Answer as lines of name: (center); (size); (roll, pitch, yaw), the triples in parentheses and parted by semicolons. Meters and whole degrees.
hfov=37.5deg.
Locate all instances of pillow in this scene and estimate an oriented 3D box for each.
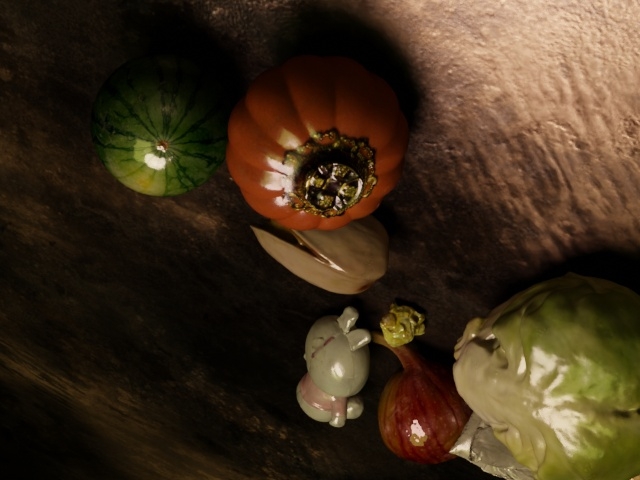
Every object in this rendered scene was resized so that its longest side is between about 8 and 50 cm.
pillow: (0.297, 0.271, 1.421); (0.134, 0.181, 0.078); (29, 171, -4)

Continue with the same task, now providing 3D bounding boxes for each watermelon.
watermelon: (-0.209, -0.155, 1.247); (0.188, 0.214, 0.188); (-4, 113, -10)

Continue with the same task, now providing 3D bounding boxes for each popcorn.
popcorn: (0.126, 0.132, 1.459); (0.059, 0.068, 0.083); (30, -169, 40)

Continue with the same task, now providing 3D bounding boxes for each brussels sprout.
brussels sprout: (0.328, 0.188, 1.226); (0.274, 0.242, 0.316); (45, 141, -8)

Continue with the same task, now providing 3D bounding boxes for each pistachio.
pistachio: (0.000, 0.000, 1.326); (0.206, 0.131, 0.129); (25, 103, 6)

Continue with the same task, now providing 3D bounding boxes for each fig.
fig: (0.163, 0.248, 1.505); (0.175, 0.175, 0.207); (-3, 105, 37)

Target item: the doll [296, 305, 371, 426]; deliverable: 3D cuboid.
doll: (0.020, 0.218, 1.567); (0.275, 0.113, 0.155); (97, 154, -53)

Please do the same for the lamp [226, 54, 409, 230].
lamp: (-0.003, -0.114, 1.130); (0.223, 0.196, 0.223); (-7, 126, -10)

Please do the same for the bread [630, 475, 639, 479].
bread: (0.506, 0.296, 1.339); (0.236, 0.120, 0.198); (-10, 127, 43)
